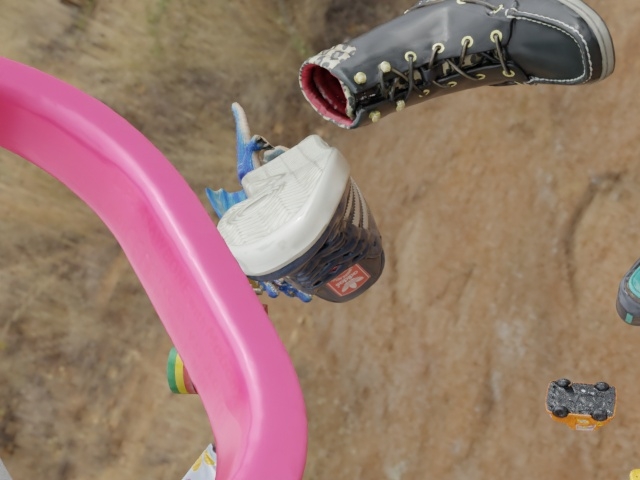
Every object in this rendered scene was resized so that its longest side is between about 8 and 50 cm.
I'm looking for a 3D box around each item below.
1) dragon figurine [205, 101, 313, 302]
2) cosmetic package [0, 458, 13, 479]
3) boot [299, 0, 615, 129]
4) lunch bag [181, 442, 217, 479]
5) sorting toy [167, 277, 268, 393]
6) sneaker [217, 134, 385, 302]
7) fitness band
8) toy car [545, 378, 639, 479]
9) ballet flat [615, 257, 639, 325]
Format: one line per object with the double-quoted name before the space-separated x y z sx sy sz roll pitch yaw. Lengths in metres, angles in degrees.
"dragon figurine" -0.084 -0.052 1.547 0.144 0.085 0.289 -47 63 15
"cosmetic package" -0.378 0.243 1.176 0.127 0.107 0.238 -51 57 16
"boot" 0.107 -0.142 1.012 0.179 0.085 0.236 -30 30 -21
"lunch bag" -0.035 0.144 0.557 0.071 0.083 0.053 -49 40 3
"sorting toy" -0.085 0.089 1.248 0.274 0.046 0.132 -72 -23 -53
"sneaker" 0.000 0.000 1.127 0.131 0.148 0.350 -30 10 10
"fitness band" -0.123 0.024 0.503 0.291 0.209 0.054 58 132 31
"toy car" 0.220 0.167 0.987 0.040 0.060 0.122 77 -175 -46
"ballet flat" 0.358 0.018 1.204 0.203 0.074 0.074 -38 12 -27
